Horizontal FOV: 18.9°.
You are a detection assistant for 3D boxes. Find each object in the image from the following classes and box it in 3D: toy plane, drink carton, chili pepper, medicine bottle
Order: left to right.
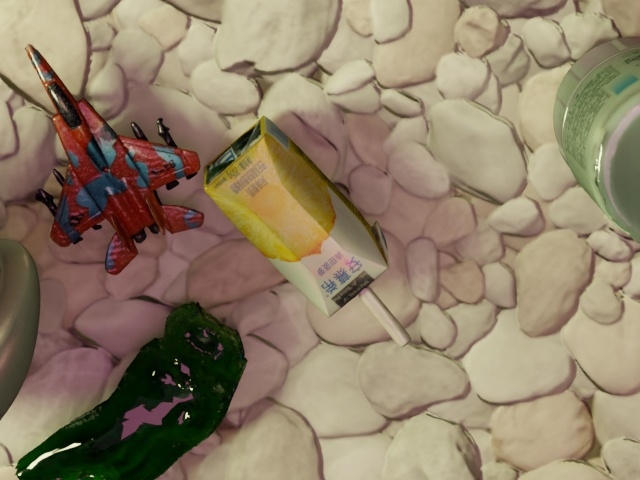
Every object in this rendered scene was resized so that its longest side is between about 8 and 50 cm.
[{"bbox_3d":[-0.171,-0.069,1.462,0.130,0.061,0.189,-29,103,4],"label":"toy plane"},{"bbox_3d":[-0.148,0.149,1.529,0.098,0.061,0.224,40,97,-22],"label":"chili pepper"},{"bbox_3d":[0.000,0.000,1.490,0.084,0.074,0.200,-41,107,8],"label":"drink carton"},{"bbox_3d":[0.248,-0.077,1.441,0.135,0.168,0.135,-1,106,-5],"label":"medicine bottle"}]

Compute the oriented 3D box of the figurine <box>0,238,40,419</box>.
[{"bbox_3d":[-0.376,0.010,1.419,0.382,0.205,0.224,41,103,5],"label":"figurine"}]
